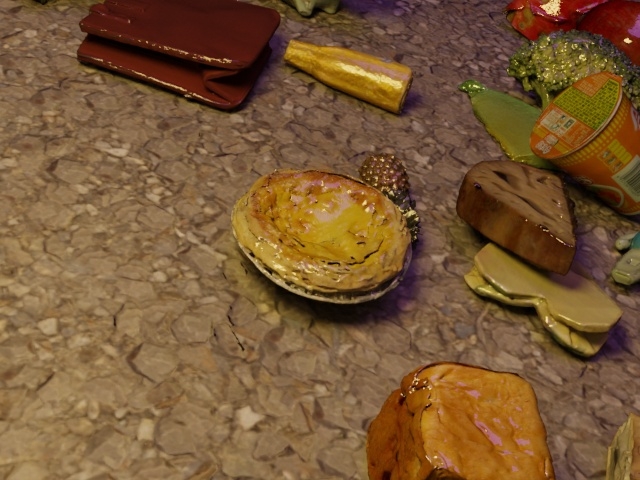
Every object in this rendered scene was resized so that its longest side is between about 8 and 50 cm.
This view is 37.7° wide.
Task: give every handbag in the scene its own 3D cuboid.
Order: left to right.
[{"bbox_3d":[-0.218,-0.330,1.495,0.276,0.084,0.260,16,37,1],"label":"handbag"}]

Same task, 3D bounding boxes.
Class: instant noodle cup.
[{"bbox_3d":[0.444,-0.137,1.434,0.185,0.168,0.168,38,32,-25],"label":"instant noodle cup"}]

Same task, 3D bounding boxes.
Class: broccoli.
[{"bbox_3d":[0.451,-0.269,1.622,0.176,0.226,0.198,-33,14,-7],"label":"broccoli"}]

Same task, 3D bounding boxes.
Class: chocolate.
[{"bbox_3d":[0.044,-0.279,1.545,0.219,0.085,0.085,20,39,6],"label":"chocolate"}]

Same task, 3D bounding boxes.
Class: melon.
[{"bbox_3d":[0.319,-0.193,1.587,0.114,0.053,0.261,-24,49,-18],"label":"melon"}]

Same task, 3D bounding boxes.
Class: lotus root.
[{"bbox_3d":[0.276,-0.045,1.312,0.170,0.074,0.260,23,25,6],"label":"lotus root"}]

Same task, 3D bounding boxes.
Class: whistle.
[{"bbox_3d":[0.504,0.003,1.389,0.114,0.077,0.236,24,38,38],"label":"whistle"}]

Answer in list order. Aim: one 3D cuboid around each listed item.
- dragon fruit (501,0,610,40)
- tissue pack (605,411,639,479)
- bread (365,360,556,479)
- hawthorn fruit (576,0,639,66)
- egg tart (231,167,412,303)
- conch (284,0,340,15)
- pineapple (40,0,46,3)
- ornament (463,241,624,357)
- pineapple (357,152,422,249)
[{"bbox_3d":[0.518,-0.464,1.875,0.274,0.161,0.126,4,39,-20],"label":"dragon fruit"},{"bbox_3d":[0.414,0.298,0.993,0.222,0.090,0.186,23,37,4],"label":"tissue pack"},{"bbox_3d":[0.138,0.216,0.939,0.158,0.149,0.143,11,43,-9],"label":"bread"},{"bbox_3d":[0.560,-0.368,1.776,0.202,0.185,0.185,22,36,30],"label":"hawthorn fruit"},{"bbox_3d":[0.000,0.000,1.182,0.234,0.094,0.234,9,42,-8],"label":"egg tart"},{"bbox_3d":[-0.029,-0.496,1.725,0.386,0.169,0.203,-3,4,28],"label":"conch"},{"bbox_3d":[-0.374,-0.474,1.527,0.248,0.128,0.128,-27,52,-10],"label":"pineapple"},{"bbox_3d":[0.310,0.060,1.262,0.201,0.059,0.180,32,36,20],"label":"ornament"},{"bbox_3d":[0.101,-0.051,1.303,0.074,0.074,0.159,3,45,-18],"label":"pineapple"}]
